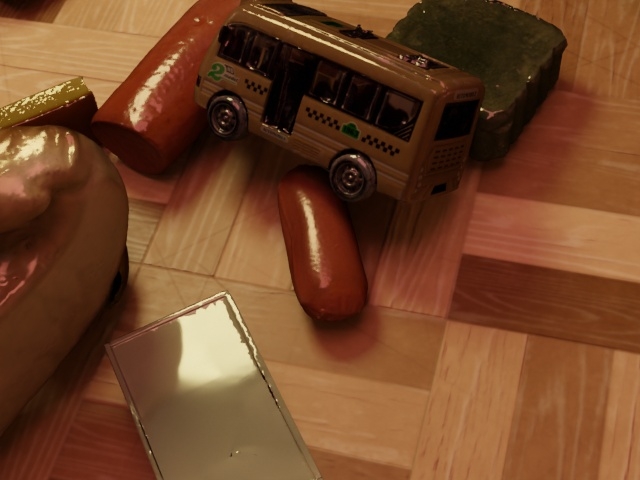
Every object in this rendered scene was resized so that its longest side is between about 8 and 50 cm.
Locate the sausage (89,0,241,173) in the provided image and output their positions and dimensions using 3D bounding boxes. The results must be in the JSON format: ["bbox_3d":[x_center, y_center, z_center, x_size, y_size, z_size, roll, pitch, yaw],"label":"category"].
[{"bbox_3d":[-0.147,-0.194,1.256,0.113,0.114,0.259,26,62,22],"label":"sausage"}]

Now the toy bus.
[{"bbox_3d":[0.016,-0.152,1.130,0.289,0.157,0.139,28,23,27],"label":"toy bus"}]

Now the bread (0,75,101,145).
[{"bbox_3d":[-0.357,-0.106,1.227,0.226,0.088,0.049,-25,57,-13],"label":"bread"}]

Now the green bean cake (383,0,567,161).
[{"bbox_3d":[0.164,-0.192,1.229,0.183,0.094,0.185,25,60,22],"label":"green bean cake"}]

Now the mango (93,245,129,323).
[{"bbox_3d":[-0.306,-0.004,1.126,0.248,0.151,0.156,41,103,19],"label":"mango"}]

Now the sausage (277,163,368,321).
[{"bbox_3d":[0.000,0.000,1.121,0.077,0.077,0.194,-12,53,-3],"label":"sausage"}]

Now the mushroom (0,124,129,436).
[{"bbox_3d":[-0.375,0.027,0.978,0.313,0.224,0.397,39,85,21],"label":"mushroom"}]

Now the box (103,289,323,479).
[{"bbox_3d":[-0.096,0.174,0.998,0.129,0.086,0.225,-23,55,-10],"label":"box"}]
